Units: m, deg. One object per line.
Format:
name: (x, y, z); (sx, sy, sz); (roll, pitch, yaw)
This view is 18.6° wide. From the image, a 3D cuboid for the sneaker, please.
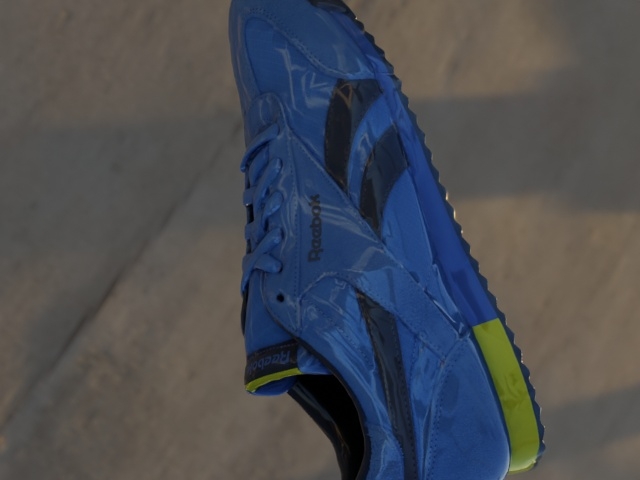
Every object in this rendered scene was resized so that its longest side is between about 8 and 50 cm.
sneaker: (0.000, 0.000, 0.676); (0.082, 0.209, 0.069); (-19, 165, -17)
